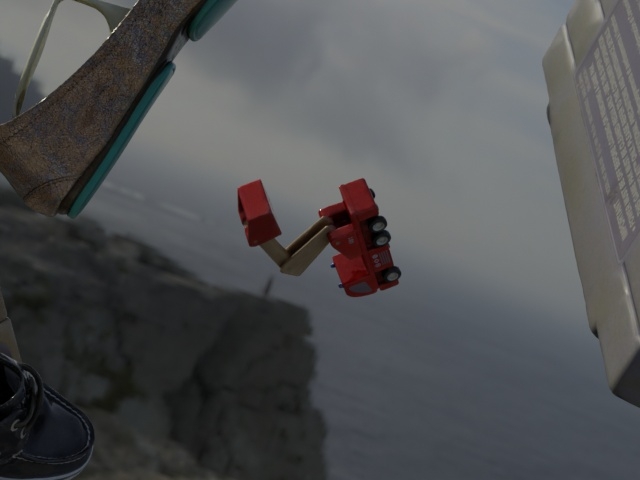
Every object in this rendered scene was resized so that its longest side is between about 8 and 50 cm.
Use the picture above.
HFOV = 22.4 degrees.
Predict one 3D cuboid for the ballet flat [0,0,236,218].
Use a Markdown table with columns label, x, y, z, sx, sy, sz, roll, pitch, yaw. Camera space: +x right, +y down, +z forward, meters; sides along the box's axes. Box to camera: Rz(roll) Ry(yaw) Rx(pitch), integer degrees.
| label | x | y | z | sx | sy | sz | roll | pitch | yaw |
| --- | --- | --- | --- | --- | --- | --- | --- | --- | --- |
| ballet flat | -0.129 | -0.164 | 1.157 | 0.106 | 0.316 | 0.107 | 37 | -9 | -3 |

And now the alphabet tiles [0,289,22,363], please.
| label | x | y | z | sx | sy | sz | roll | pitch | yaw |
| --- | --- | --- | --- | --- | --- | --- | --- | --- | --- |
| alphabet tiles | -0.361 | 0.113 | 1.130 | 0.011 | 0.285 | 0.342 | 24 | 45 | 39 |

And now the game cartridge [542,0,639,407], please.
| label | x | y | z | sx | sy | sz | roll | pitch | yaw |
| --- | --- | --- | --- | --- | --- | --- | --- | --- | --- |
| game cartridge | 0.208 | -0.092 | 0.891 | 0.068 | 0.230 | 0.355 | 16 | 33 | -10 |

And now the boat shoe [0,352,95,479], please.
| label | x | y | z | sx | sy | sz | roll | pitch | yaw |
| --- | --- | --- | --- | --- | --- | --- | --- | --- | --- |
| boat shoe | -0.214 | 0.097 | 1.002 | 0.076 | 0.080 | 0.228 | -23 | -37 | 33 |

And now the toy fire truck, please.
| label | x | y | z | sx | sy | sz | roll | pitch | yaw |
| --- | --- | --- | --- | --- | --- | --- | --- | --- | --- |
| toy fire truck | 0.000 | 0.000 | 1.618 | 0.192 | 0.135 | 0.047 | 72 | -2 | -52 |
